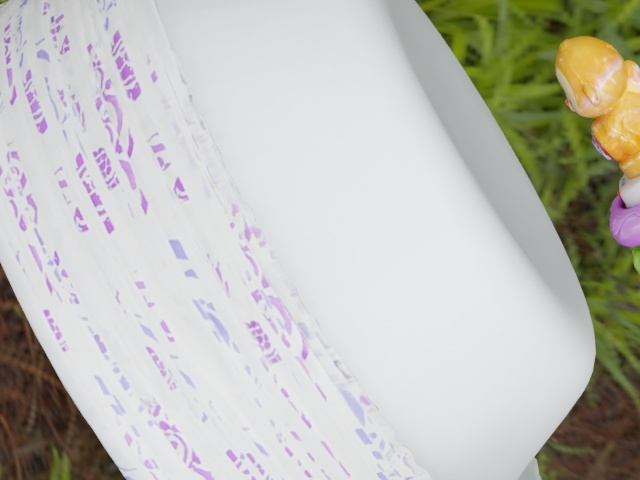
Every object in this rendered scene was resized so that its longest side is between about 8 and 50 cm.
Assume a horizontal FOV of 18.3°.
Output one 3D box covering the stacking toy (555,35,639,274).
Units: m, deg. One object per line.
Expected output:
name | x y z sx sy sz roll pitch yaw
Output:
stacking toy | 0.253 -0.014 1.277 0.166 0.175 0.302 -41 100 23

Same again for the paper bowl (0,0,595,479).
paper bowl | 0.000 0.000 0.762 0.148 0.284 0.284 -30 104 12
